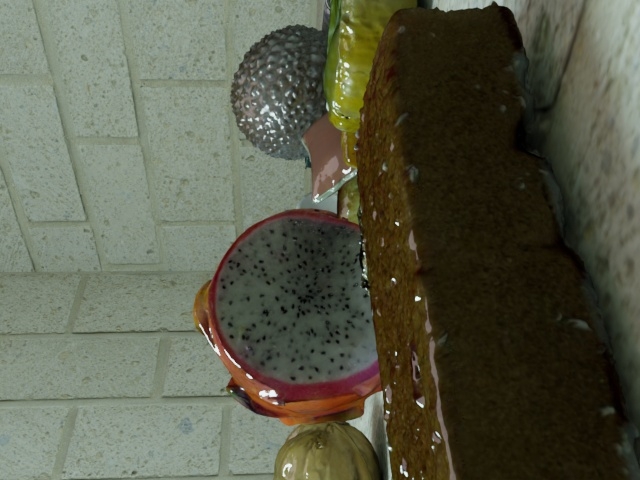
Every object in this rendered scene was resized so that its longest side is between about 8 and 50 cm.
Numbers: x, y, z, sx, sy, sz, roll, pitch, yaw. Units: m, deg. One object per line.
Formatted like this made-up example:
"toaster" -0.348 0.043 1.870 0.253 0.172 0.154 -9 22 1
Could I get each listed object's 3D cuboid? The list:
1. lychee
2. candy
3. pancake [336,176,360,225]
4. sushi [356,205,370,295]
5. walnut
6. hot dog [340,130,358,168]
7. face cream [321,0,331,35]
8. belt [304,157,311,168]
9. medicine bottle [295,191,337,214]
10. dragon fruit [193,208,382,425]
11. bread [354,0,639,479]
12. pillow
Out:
"lychee" -0.053 -0.323 1.460 0.300 0.300 0.299 180 90 -86
"candy" 0.066 -0.267 0.858 0.260 0.118 0.259 -175 90 -86
"pancake" 0.056 -0.083 1.330 0.305 0.067 0.426 -112 21 -83
"sushi" 0.085 0.003 0.727 0.078 0.091 0.150 -89 0 -46
"walnut" 0.012 0.416 1.109 0.198 0.198 0.244 -111 21 -79
"hot dog" 0.072 -0.254 1.021 0.061 0.088 0.285 -112 28 -77
"face cream" 0.040 -0.481 1.478 0.229 0.075 0.075 100 169 -69
"belt" 0.004 -0.293 1.741 0.267 0.116 0.206 -94 2 -75
"medicine bottle" 0.000 0.000 1.627 0.236 0.139 0.139 97 172 -53
"dragon fruit" -0.010 0.117 0.896 0.189 0.291 0.290 88 180 -62
"bread" 0.096 0.061 0.399 0.165 0.113 0.416 95 172 -61
"pillow" 0.042 -0.167 1.165 0.171 0.075 0.179 -34 43 30
